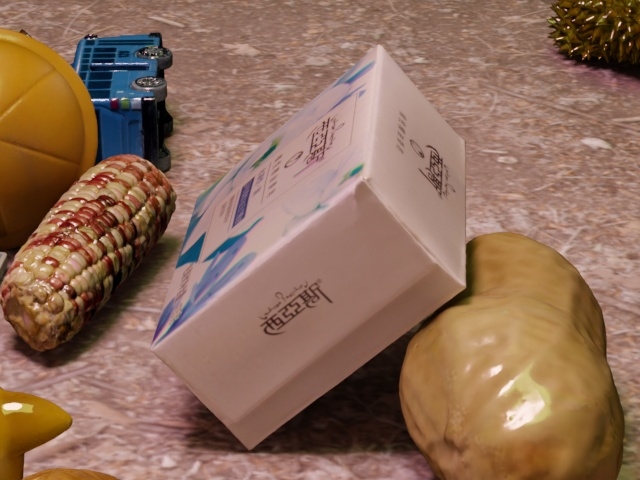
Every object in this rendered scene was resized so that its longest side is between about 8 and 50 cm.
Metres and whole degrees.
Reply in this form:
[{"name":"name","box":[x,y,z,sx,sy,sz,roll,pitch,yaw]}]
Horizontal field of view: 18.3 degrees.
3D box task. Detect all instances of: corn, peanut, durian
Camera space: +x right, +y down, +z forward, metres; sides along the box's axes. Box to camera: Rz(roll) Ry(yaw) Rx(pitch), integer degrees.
[{"name":"corn","box":[-0.189,0.008,1.584,0.086,0.086,0.253,8,29,14]},{"name":"peanut","box":[0.128,0.087,1.365,0.147,0.147,0.319,2,27,1]},{"name":"durian","box":[0.362,-0.260,2.102,0.237,0.176,0.200,28,54,25]}]

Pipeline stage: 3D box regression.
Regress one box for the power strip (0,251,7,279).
[{"name":"power strip","box":[-0.281,0.031,1.606,0.040,0.016,0.090,3,24,2]}]

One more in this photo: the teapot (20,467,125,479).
[{"name":"teapot","box":[-0.104,0.227,1.046,0.203,0.167,0.311,26,2,-11]}]

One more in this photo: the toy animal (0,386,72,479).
[{"name":"toy animal","box":[-0.271,0.108,1.299,0.156,0.156,0.230,-13,25,-28]}]

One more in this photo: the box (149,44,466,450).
[{"name":"box","box":[-0.002,-0.002,1.458,0.203,0.116,0.274,-37,17,19]}]

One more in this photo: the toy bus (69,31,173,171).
[{"name":"toy bus","box":[-0.192,-0.129,1.875,0.106,0.090,0.184,-2,25,-2]}]

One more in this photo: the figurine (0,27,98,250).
[{"name":"figurine","box":[-0.300,-0.106,1.712,0.192,0.167,0.257,-37,33,0]}]
